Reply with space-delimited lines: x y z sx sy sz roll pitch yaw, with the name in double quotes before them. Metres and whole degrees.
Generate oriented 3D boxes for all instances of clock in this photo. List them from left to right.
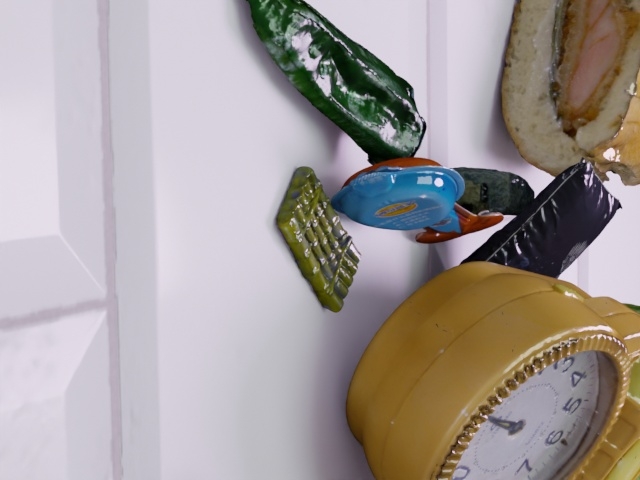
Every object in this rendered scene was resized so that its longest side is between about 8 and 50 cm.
"clock" 0.156 0.139 1.083 0.317 0.200 0.244 19 105 -53

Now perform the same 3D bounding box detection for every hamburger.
"hamburger" 0.312 -0.168 1.426 0.209 0.162 0.330 57 41 -51

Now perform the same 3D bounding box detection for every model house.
"model house" 0.157 -0.037 1.221 0.078 0.083 0.066 16 79 -63

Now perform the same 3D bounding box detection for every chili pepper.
"chili pepper" 0.003 -0.140 0.961 0.227 0.059 0.088 38 31 -49

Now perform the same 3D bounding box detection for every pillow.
"pillow" 0.195 0.015 1.215 0.208 0.055 0.141 -42 154 9

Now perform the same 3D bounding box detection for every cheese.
"cheese" 0.086 -0.029 1.073 0.256 0.106 0.037 22 55 -64

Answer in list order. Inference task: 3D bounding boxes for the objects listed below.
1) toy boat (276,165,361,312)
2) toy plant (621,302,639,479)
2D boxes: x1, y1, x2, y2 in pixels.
"toy boat" 0.000 0.000 0.995 0.115 0.016 0.063 60 42 -46
"toy plant" 0.281 0.229 1.362 0.184 0.224 0.316 -4 93 -28
